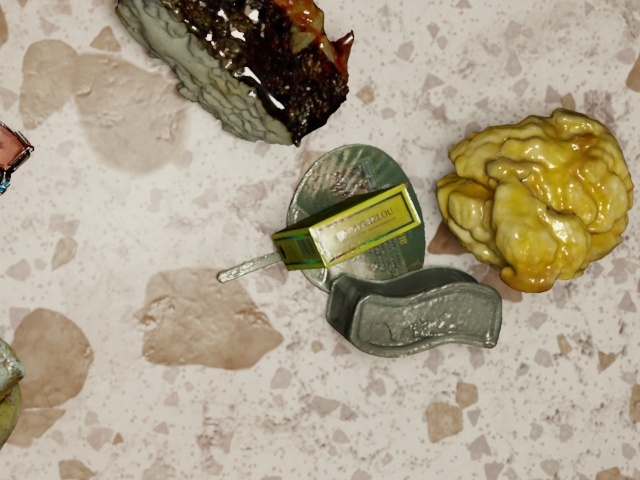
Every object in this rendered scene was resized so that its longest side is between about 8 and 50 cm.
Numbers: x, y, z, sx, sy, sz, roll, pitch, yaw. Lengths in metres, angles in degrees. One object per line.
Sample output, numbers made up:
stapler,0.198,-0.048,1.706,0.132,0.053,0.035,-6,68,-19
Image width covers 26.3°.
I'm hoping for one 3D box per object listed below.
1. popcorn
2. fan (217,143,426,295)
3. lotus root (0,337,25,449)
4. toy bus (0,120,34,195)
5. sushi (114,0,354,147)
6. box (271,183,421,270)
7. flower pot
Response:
popcorn,0.285,-0.057,1.855,0.264,0.332,0.225,16,124,13
fan,0.015,-0.031,1.920,0.294,0.012,0.223,9,90,-16
lotus root,-0.520,0.251,1.725,0.349,0.175,0.175,-36,101,-6
toy bus,-0.478,-0.065,1.762,0.235,0.073,0.096,-45,95,-8
sushi,-0.121,-0.274,1.797,0.343,0.196,0.182,44,63,-18
box,0.029,-0.015,1.805,0.141,0.220,0.064,-26,96,-15
flower pot,0.132,0.098,1.901,0.229,0.108,0.103,-4,103,-16
